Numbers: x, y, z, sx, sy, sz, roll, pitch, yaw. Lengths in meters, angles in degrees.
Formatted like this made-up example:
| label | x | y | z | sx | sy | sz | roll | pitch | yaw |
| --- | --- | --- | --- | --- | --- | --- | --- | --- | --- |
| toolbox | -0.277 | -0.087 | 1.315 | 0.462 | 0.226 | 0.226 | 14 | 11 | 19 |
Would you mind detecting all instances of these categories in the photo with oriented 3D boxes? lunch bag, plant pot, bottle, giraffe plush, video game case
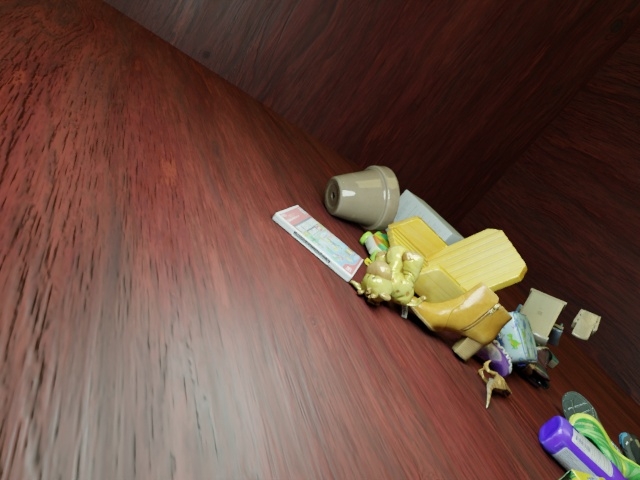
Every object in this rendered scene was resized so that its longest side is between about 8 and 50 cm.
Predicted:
| label | x | y | z | sx | sy | sz | roll | pitch | yaw |
| --- | --- | --- | --- | --- | --- | --- | --- | --- | --- |
| lunch bag | 0.675 | 0.341 | 1.416 | 0.218 | 0.090 | 0.176 | 20 | 56 | -50 |
| plant pot | 0.145 | -0.168 | 1.619 | 0.229 | 0.263 | 0.263 | -1 | 36 | -26 |
| bottle | 0.712 | 0.599 | 1.066 | 0.283 | 0.092 | 0.118 | 44 | 20 | 16 |
| giraffe plush | 0.180 | 0.116 | 1.163 | 0.170 | 0.181 | 0.211 | 6 | 70 | -41 |
| video game case | 0.000 | 0.000 | 1.255 | 0.285 | 0.025 | 0.204 | 40 | 18 | 4 |

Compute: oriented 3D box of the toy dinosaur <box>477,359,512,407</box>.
| label | x | y | z | sx | sy | sz | roll | pitch | yaw |
| --- | --- | --- | --- | --- | --- | --- | --- | --- | --- |
| toy dinosaur | 0.496 | 0.405 | 1.169 | 0.211 | 0.064 | 0.112 | 19 | 28 | -44 |

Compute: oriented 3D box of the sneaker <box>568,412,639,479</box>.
| label | x | y | z | sx | sy | sz | roll | pitch | yaw |
| --- | --- | --- | --- | --- | --- | --- | --- | --- | --- |
| sneaker | 0.832 | 0.655 | 1.187 | 0.123 | 0.109 | 0.296 | -21 | 62 | -39 |

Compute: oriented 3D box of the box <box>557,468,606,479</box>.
| label | x | y | z | sx | sy | sz | roll | pitch | yaw |
| --- | --- | --- | --- | --- | --- | --- | --- | --- | --- |
| box | 0.534 | 0.536 | 0.864 | 0.179 | 0.105 | 0.043 | 28 | 20 | -27 |

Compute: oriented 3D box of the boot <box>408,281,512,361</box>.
| label | x | y | z | sx | sy | sz | roll | pitch | yaw |
| --- | --- | --- | --- | --- | --- | --- | --- | --- | --- |
| boot | 0.408 | 0.197 | 1.237 | 0.295 | 0.211 | 0.104 | 42 | 2 | 0 |

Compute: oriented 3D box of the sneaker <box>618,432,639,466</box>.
| label | x | y | z | sx | sy | sz | roll | pitch | yaw |
| --- | --- | --- | --- | --- | --- | --- | --- | --- | --- |
| sneaker | 1.037 | 0.721 | 1.215 | 0.341 | 0.139 | 0.125 | 58 | 22 | 15 |

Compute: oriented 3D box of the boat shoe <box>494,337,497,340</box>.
| label | x | y | z | sx | sy | sz | roll | pitch | yaw |
| --- | --- | --- | --- | --- | --- | --- | --- | --- | --- |
| boat shoe | 0.624 | 0.309 | 1.533 | 0.340 | 0.127 | 0.158 | 18 | 33 | -44 |

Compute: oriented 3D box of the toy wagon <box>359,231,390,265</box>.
| label | x | y | z | sx | sy | sz | roll | pitch | yaw |
| --- | --- | --- | --- | --- | --- | --- | --- | --- | --- |
| toy wagon | 0.265 | 0.068 | 1.518 | 0.267 | 0.068 | 0.344 | 45 | 19 | 19 |

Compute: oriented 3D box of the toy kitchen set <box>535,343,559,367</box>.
| label | x | y | z | sx | sy | sz | roll | pitch | yaw |
| --- | --- | --- | --- | --- | --- | --- | --- | --- | --- |
| toy kitchen set | 1.036 | 0.450 | 1.904 | 0.207 | 0.166 | 0.122 | 36 | 18 | -6 |

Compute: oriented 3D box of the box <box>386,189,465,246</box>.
| label | x | y | z | sx | sy | sz | roll | pitch | yaw |
| --- | --- | --- | --- | --- | --- | --- | --- | --- | --- |
| box | 0.476 | -0.041 | 1.941 | 0.168 | 0.215 | 0.345 | 20 | 27 | -45 |

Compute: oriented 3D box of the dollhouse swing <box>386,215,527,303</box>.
| label | x | y | z | sx | sy | sz | roll | pitch | yaw |
| --- | --- | --- | --- | --- | --- | --- | --- | --- | --- |
| dollhouse swing | 0.454 | 0.028 | 1.406 | 0.315 | 0.305 | 0.347 | 41 | 25 | -21 |

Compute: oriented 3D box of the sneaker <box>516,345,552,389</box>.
| label | x | y | z | sx | sy | sz | roll | pitch | yaw |
| --- | --- | --- | --- | --- | --- | --- | --- | --- | --- |
| sneaker | 0.824 | 0.489 | 1.557 | 0.281 | 0.106 | 0.163 | 15 | 36 | -34 |

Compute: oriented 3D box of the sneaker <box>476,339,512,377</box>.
| label | x | y | z | sx | sy | sz | roll | pitch | yaw |
| --- | --- | --- | --- | --- | --- | --- | --- | --- | --- |
| sneaker | 0.519 | 0.345 | 1.329 | 0.237 | 0.104 | 0.095 | 59 | -21 | 4 |

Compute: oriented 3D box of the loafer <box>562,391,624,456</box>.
| label | x | y | z | sx | sy | sz | roll | pitch | yaw |
| --- | --- | --- | --- | --- | --- | --- | --- | --- | --- |
| loafer | 0.899 | 0.638 | 1.363 | 0.084 | 0.096 | 0.268 | 50 | 18 | -31 |

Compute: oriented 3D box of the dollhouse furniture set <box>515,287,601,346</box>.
| label | x | y | z | sx | sy | sz | roll | pitch | yaw |
| --- | --- | --- | --- | --- | --- | --- | --- | --- | --- |
| dollhouse furniture set | 0.918 | 0.399 | 1.682 | 0.286 | 0.198 | 0.304 | 26 | -31 | 33 |
